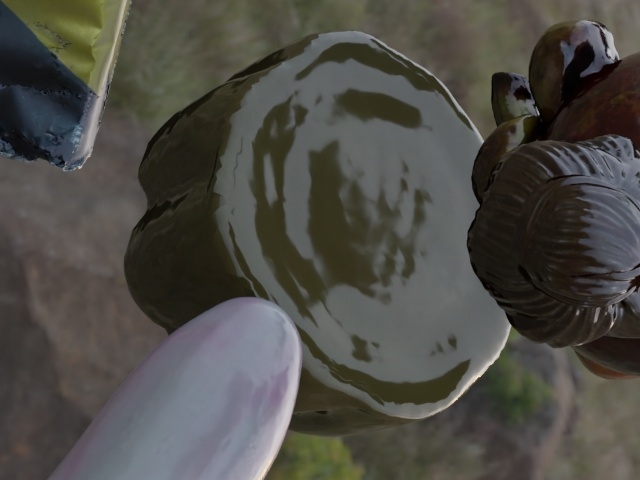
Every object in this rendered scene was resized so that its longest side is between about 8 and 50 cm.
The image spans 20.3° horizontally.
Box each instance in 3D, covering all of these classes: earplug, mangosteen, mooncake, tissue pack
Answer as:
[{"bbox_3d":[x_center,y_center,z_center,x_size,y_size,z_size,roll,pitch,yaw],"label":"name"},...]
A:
[{"bbox_3d":[-0.114,0.172,1.379,0.301,0.172,0.172,-55,138,-21],"label":"earplug"},{"bbox_3d":[0.202,-0.039,1.146,0.257,0.215,0.215,45,4,27],"label":"mangosteen"},{"bbox_3d":[0.000,0.000,1.676,0.378,0.201,0.378,13,69,-38],"label":"mooncake"},{"bbox_3d":[-0.368,-0.327,2.292,0.264,0.253,0.416,-105,-150,-73],"label":"tissue pack"}]

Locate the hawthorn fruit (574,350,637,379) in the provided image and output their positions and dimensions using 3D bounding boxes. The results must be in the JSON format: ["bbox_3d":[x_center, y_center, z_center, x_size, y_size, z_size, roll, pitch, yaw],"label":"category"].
[{"bbox_3d":[0.390,0.099,2.233,0.149,0.189,0.149,8,74,-30],"label":"hawthorn fruit"}]

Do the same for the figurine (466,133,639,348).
[{"bbox_3d":[0.220,0.037,0.972,0.315,0.187,0.168,25,26,-20],"label":"figurine"}]
